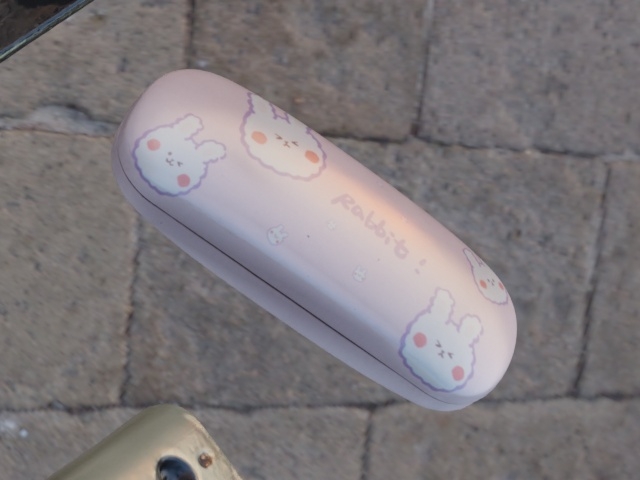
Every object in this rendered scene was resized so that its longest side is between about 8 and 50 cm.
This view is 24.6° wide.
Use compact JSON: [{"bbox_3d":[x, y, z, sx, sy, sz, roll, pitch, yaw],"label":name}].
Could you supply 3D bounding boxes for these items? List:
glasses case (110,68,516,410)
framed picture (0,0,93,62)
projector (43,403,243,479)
[{"bbox_3d":[0.000,0.000,0.949,0.297,0.075,0.113,35,47,-10],"label":"glasses case"},{"bbox_3d":[-0.290,-0.282,1.280,0.338,0.014,0.255,-38,71,-15],"label":"framed picture"},{"bbox_3d":[-0.074,0.119,0.525,0.083,0.083,0.082,54,31,2],"label":"projector"}]
